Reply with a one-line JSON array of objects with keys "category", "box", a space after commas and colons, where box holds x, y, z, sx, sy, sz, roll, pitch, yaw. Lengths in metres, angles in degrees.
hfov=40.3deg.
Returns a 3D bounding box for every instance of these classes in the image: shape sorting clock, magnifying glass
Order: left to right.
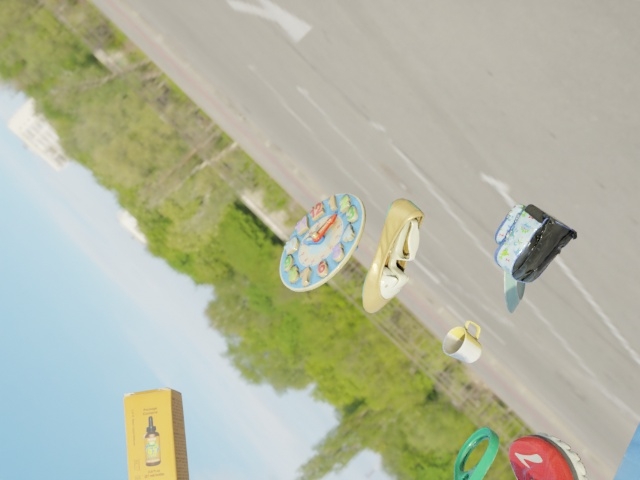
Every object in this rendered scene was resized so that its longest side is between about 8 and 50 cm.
[{"category": "shape sorting clock", "box": [0.000, 0.000, 1.568, 0.040, 0.206, 0.206, 40, 180, -27]}, {"category": "magnifying glass", "box": [0.236, 0.401, 1.416, 0.026, 0.231, 0.092, 39, 139, -7]}]

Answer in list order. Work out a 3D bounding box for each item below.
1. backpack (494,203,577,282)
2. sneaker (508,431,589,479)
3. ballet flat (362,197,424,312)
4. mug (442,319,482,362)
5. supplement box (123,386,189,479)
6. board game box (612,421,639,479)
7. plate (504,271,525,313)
[{"category": "backpack", "box": [0.330, 0.005, 1.388, 0.105, 0.114, 0.084, 20, -163, -44]}, {"category": "sneaker", "box": [0.305, 0.364, 1.176, 0.118, 0.107, 0.279, 4, -151, -14]}, {"category": "ballet flat", "box": [0.135, 0.039, 1.609, 0.080, 0.232, 0.073, -5, -155, -43]}, {"category": "mug", "box": [0.293, 0.207, 1.736, 0.064, 0.078, 0.062, 33, -162, -26]}, {"category": "supplement box", "box": [-0.240, 0.342, 1.298, 0.080, 0.078, 0.233, 57, -155, -73]}, {"category": "board game box", "box": [0.304, 0.207, 0.691, 0.133, 0.169, 0.033, 22, 157, 28]}, {"category": "plate", "box": [0.448, 0.073, 1.991, 0.024, 0.188, 0.188, 3, 159, 23]}]
